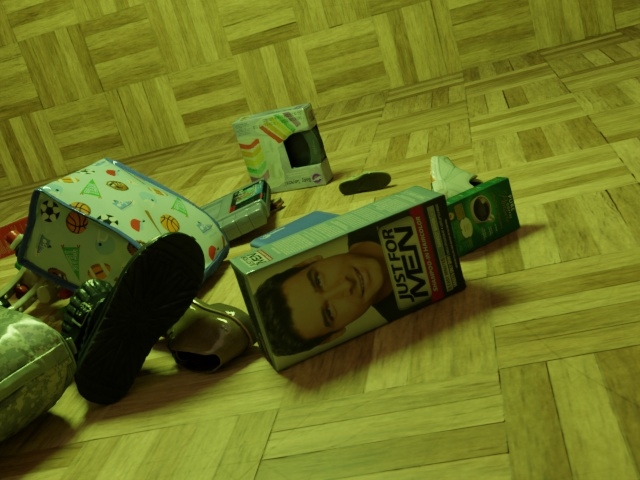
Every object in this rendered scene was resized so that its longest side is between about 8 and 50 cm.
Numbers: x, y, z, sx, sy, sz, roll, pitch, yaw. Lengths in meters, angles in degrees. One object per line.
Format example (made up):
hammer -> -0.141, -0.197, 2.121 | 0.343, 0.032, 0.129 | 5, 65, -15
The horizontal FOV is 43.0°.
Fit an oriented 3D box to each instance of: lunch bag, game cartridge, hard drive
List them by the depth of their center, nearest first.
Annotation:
lunch bag -> -0.585, 0.251, 1.345 | 0.256, 0.213, 0.305 | -12, 16, 43
hard drive -> 0.000, 0.000, 1.868 | 0.210, 0.040, 0.318 | -26, 20, -26
lunch bag -> -0.433, 0.009, 1.870 | 0.385, 0.239, 0.328 | 24, 25, 5
game cartridge -> -0.246, -0.075, 2.235 | 0.230, 0.068, 0.355 | -29, 17, 7

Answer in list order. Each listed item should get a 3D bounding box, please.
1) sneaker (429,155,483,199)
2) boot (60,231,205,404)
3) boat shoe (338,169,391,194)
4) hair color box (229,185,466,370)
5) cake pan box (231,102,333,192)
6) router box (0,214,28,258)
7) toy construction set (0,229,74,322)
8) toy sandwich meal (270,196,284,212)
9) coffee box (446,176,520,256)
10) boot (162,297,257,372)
sneaker -> 0.321, -0.131, 1.911 | 0.120, 0.099, 0.262 | -6, 27, 8
boot -> -0.362, 0.112, 1.508 | 0.348, 0.131, 0.260 | -54, 24, -1
boat shoe -> 0.124, -0.163, 2.223 | 0.152, 0.056, 0.048 | -16, 21, 27
hair color box -> 0.052, 0.058, 1.411 | 0.374, 0.186, 0.113 | -22, 19, -15
cake pan box -> -0.109, -0.271, 2.445 | 0.266, 0.246, 0.070 | -6, 25, 27
router box -> -0.703, -0.067, 2.225 | 0.301, 0.082, 0.335 | -16, 12, 37
toy construction set -> -0.657, 0.082, 1.988 | 0.308, 0.258, 0.237 | 16, 18, 23
toy sandwich meal -> -0.147, -0.099, 2.310 | 0.085, 0.029, 0.085 | -15, 18, 5
coffee box -> 0.306, -0.044, 1.614 | 0.184, 0.113, 0.040 | -25, 17, -20
boot -> -0.256, 0.170, 1.506 | 0.305, 0.112, 0.115 | 5, 38, 44
